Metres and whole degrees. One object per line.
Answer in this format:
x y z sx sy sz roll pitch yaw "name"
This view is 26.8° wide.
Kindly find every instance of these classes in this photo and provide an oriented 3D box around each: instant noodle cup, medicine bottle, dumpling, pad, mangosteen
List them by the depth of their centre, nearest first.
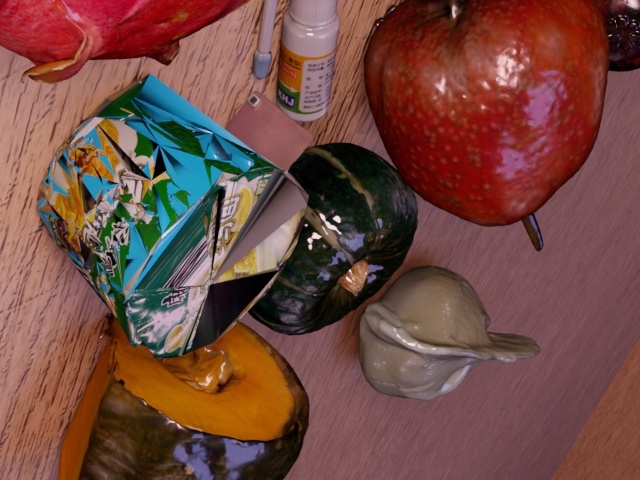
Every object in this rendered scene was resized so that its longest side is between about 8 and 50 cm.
-0.155 -0.025 1.323 0.240 0.178 0.240 -39 153 -24 "instant noodle cup"
-0.024 -0.220 1.423 0.092 0.061 0.221 -17 143 -21 "medicine bottle"
-0.098 -0.066 1.448 0.188 0.113 0.006 -51 143 3 "pad"
0.436 -0.335 1.928 0.200 0.200 0.200 -39 153 -24 "mangosteen"
0.181 0.140 2.130 0.270 0.212 0.320 -23 -169 37 "dumpling"

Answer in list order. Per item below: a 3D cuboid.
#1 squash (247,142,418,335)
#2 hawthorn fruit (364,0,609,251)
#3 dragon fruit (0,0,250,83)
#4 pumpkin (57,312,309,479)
0.000 0.000 1.640 0.252 0.165 0.252 -41 156 -23 "squash"
0.211 -0.145 1.579 0.284 0.284 0.369 -33 115 -33 "hawthorn fruit"
-0.152 -0.242 0.977 0.250 0.250 0.315 -61 170 22 "dragon fruit"
-0.163 0.232 1.593 0.303 0.256 0.225 2 128 -42 "pumpkin"
